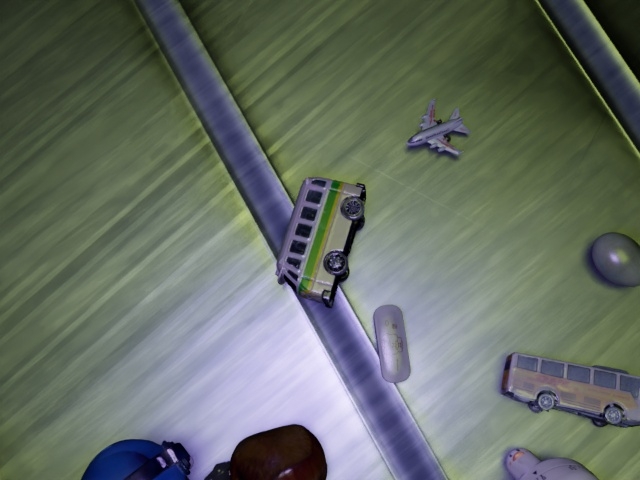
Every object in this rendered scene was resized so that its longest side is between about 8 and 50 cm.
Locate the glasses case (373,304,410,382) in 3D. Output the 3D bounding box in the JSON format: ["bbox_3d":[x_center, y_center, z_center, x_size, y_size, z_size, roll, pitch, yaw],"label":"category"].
[{"bbox_3d":[0.177,0.256,1.903,0.074,0.049,0.193,-7,78,0],"label":"glasses case"}]

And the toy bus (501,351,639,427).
[{"bbox_3d":[0.614,0.364,1.853,0.342,0.097,0.138,10,72,4],"label":"toy bus"}]

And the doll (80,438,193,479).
[{"bbox_3d":[-0.407,0.567,1.722,0.284,0.310,0.240,-40,79,-6],"label":"doll"}]

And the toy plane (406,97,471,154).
[{"bbox_3d":[0.301,-0.283,1.999,0.171,0.065,0.162,-25,80,-2],"label":"toy plane"}]

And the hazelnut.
[{"bbox_3d":[-0.100,0.544,1.786,0.229,0.229,0.229,0,79,1],"label":"hazelnut"}]

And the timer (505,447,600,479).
[{"bbox_3d":[0.539,0.609,1.777,0.233,0.240,0.233,-4,105,-15],"label":"timer"}]

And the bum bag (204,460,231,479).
[{"bbox_3d":[-0.214,0.631,1.840,0.087,0.049,0.197,-19,77,-27],"label":"bum bag"}]

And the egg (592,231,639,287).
[{"bbox_3d":[0.743,0.048,1.900,0.114,0.114,0.152,-37,83,-6],"label":"egg"}]

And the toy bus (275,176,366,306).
[{"bbox_3d":[0.000,0.000,1.911,0.179,0.143,0.305,16,80,7],"label":"toy bus"}]
